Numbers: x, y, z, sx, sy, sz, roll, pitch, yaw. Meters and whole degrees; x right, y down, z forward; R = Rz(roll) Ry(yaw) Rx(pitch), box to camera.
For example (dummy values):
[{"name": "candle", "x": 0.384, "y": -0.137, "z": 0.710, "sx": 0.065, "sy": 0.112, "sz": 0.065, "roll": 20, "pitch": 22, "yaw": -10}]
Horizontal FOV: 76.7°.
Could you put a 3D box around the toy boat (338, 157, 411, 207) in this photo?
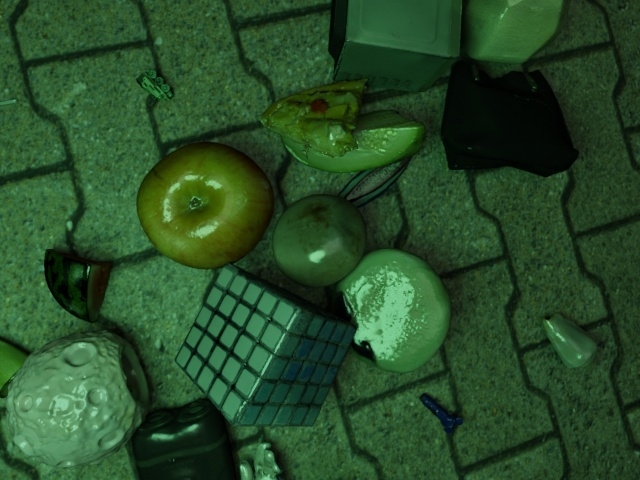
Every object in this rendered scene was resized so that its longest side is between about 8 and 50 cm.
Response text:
[{"name": "toy boat", "x": 0.150, "y": -0.161, "z": 1.027, "sx": 0.229, "sy": 0.046, "sz": 0.080, "roll": -35, "pitch": 90, "yaw": -6}]

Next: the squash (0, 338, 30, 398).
[{"name": "squash", "x": -0.730, "y": 0.242, "z": 0.866, "sx": 0.224, "sy": 0.094, "sz": 0.094, "roll": 31, "pitch": 84, "yaw": 1}]

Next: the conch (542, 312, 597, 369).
[{"name": "conch", "x": 0.662, "y": 0.268, "z": 1.077, "sx": 0.104, "sy": 0.094, "sz": 0.176, "roll": -43, "pitch": 67, "yaw": 5}]

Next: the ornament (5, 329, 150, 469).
[{"name": "ornament", "x": -0.482, "y": 0.317, "z": 0.810, "sx": 0.225, "sy": 0.259, "sz": 0.259, "roll": -21, "pitch": 91, "yaw": -14}]

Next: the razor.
[{"name": "razor", "x": -0.291, "y": 0.541, "z": 0.896, "sx": 0.204, "sy": 0.113, "sz": 0.349, "roll": -9, "pitch": 91, "yaw": -7}]

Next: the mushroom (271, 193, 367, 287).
[{"name": "mushroom", "x": 0.000, "y": 0.000, "z": 0.935, "sx": 0.226, "sy": 0.178, "sz": 0.226, "roll": -10, "pitch": 66, "yaw": 24}]

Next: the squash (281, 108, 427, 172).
[{"name": "squash", "x": 0.075, "y": -0.217, "z": 0.965, "sx": 0.289, "sy": 0.203, "sz": 0.111, "roll": -17, "pitch": 123, "yaw": -12}]

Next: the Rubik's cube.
[{"name": "Rubik's cube", "x": -0.108, "y": 0.214, "z": 0.835, "sx": 0.237, "sy": 0.238, "sz": 0.237, "roll": 31, "pitch": 82, "yaw": -50}]

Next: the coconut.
[{"name": "coconut", "x": 0.452, "y": -0.570, "z": 0.986, "sx": 0.247, "sy": 0.245, "sz": 0.245, "roll": 3, "pitch": 87, "yaw": -15}]

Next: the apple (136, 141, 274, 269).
[{"name": "apple", "x": -0.244, "y": -0.076, "z": 0.868, "sx": 0.286, "sy": 0.233, "sz": 0.286, "roll": 0, "pitch": 89, "yaw": -7}]

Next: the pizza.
[{"name": "pizza", "x": 0.019, "y": -0.278, "z": 0.912, "sx": 0.280, "sy": 0.287, "sz": 0.075, "roll": -23, "pitch": 134, "yaw": -7}]

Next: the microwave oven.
[{"name": "microwave oven", "x": 0.170, "y": -0.567, "z": 0.958, "sx": 0.286, "sy": 0.218, "sz": 0.354, "roll": 3, "pitch": 88, "yaw": -7}]

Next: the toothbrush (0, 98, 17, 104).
[{"name": "toothbrush", "x": -0.754, "y": -0.300, "z": 0.914, "sx": 0.131, "sy": 0.011, "sz": 0.013, "roll": -17, "pitch": 111, "yaw": -9}]

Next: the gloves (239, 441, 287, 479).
[{"name": "gloves", "x": -0.131, "y": 0.580, "z": 0.928, "sx": 0.119, "sy": 0.097, "sz": 0.229, "roll": 6, "pitch": 89, "yaw": -21}]

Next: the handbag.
[{"name": "handbag", "x": 0.461, "y": -0.316, "z": 1.033, "sx": 0.342, "sy": 0.152, "sz": 0.288, "roll": 3, "pitch": 76, "yaw": -12}]

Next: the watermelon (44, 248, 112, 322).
[{"name": "watermelon", "x": -0.549, "y": 0.082, "z": 0.883, "sx": 0.145, "sy": 0.137, "sz": 0.193, "roll": 16, "pitch": 128, "yaw": -9}]

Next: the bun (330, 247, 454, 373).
[{"name": "bun", "x": 0.165, "y": 0.157, "z": 0.958, "sx": 0.283, "sy": 0.179, "sz": 0.283, "roll": -1, "pitch": 86, "yaw": 13}]

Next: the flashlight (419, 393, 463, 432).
[{"name": "flashlight", "x": 0.301, "y": 0.435, "z": 1.029, "sx": 0.121, "sy": 0.035, "sz": 0.057, "roll": 43, "pitch": 107, "yaw": 0}]

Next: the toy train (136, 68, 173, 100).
[{"name": "toy train", "x": -0.390, "y": -0.364, "z": 0.960, "sx": 0.053, "sy": 0.033, "sz": 0.083, "roll": -42, "pitch": 94, "yaw": -3}]
